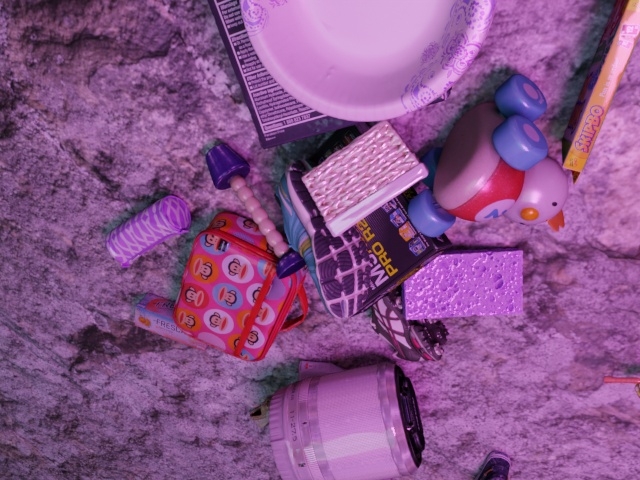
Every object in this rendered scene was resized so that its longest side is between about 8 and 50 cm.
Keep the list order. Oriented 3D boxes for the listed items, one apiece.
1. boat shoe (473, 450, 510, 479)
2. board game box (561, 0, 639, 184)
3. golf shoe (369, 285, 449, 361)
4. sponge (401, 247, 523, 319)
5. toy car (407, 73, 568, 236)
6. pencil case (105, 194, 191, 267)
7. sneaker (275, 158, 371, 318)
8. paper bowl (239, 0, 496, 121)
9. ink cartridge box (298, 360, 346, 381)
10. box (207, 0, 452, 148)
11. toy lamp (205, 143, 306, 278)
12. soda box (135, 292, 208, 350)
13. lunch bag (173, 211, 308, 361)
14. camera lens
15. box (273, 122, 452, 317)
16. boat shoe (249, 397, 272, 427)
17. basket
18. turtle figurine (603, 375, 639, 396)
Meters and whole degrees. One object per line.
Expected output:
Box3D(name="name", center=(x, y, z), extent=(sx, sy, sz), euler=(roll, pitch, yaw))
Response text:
Box3D(name="boat shoe", center=(0.362, 0.545, 1.287), extent=(0.065, 0.083, 0.183), euler=(14, 121, 13))
Box3D(name="board game box", center=(0.391, -0.215, 0.835), extent=(0.039, 0.124, 0.259), euler=(16, 121, 13))
Box3D(name="golf shoe", center=(0.130, 0.127, 1.137), extent=(0.120, 0.105, 0.272), euler=(-22, 107, 39))
Box3D(name="sponge", center=(0.247, 0.076, 1.046), extent=(0.210, 0.031, 0.117), euler=(-3, 102, -2))
Box3D(name="toy car", center=(0.299, -0.081, 0.912), extent=(0.238, 0.210, 0.219), euler=(33, 135, -14))
Box3D(name="pencil case", center=(-0.361, -0.018, 1.243), extent=(0.206, 0.086, 0.088), euler=(-28, 71, 32))
Box3D(name="sneaker", center=(0.000, 0.000, 1.000), extent=(0.110, 0.107, 0.275), euler=(-36, 69, 54))
Box3D(name="paper bowl", center=(0.060, -0.292, 0.689), extent=(0.284, 0.148, 0.284), euler=(7, 118, 14))
Box3D(name="ink cartridge box", center=(0.039, 0.339, 1.332), extent=(0.180, 0.045, 0.145), euler=(2, 119, -1))
Box3D(name="box", center=(0.019, -0.328, 0.875), extent=(0.297, 0.182, 0.293), euler=(-10, 113, 23))
Box3D(name="toy lamp", center=(-0.123, -0.059, 1.098), extent=(0.080, 0.080, 0.274), euler=(-44, 74, 33))
Box3D(name="soda box", center=(-0.330, 0.185, 1.361), extent=(0.183, 0.058, 0.062), euler=(18, 122, 9))
Box3D(name="lunch bag", center=(-0.151, 0.108, 1.225), extent=(0.258, 0.120, 0.293), euler=(25, 124, 1))
Box3D(name="camera lens", center=(0.059, 0.372, 1.198), extent=(0.274, 0.219, 0.219), euler=(-14, 112, 12))
Box3D(name="box", center=(0.063, -0.037, 1.029), extent=(0.216, 0.060, 0.270), euler=(-41, 72, 32))
Box3D(name="boat shoe", center=(-0.122, 0.398, 1.406), extent=(0.045, 0.050, 0.135), euler=(38, 124, -9))
Box3D(name="basket", center=(0.065, -0.097, 0.891), extent=(0.167, 0.113, 0.103), euler=(-34, 93, 13))
Box3D(name="turtle figurine", center=(0.640, 0.250, 1.021), extent=(0.270, 0.087, 0.217), euler=(-20, 117, 19))
